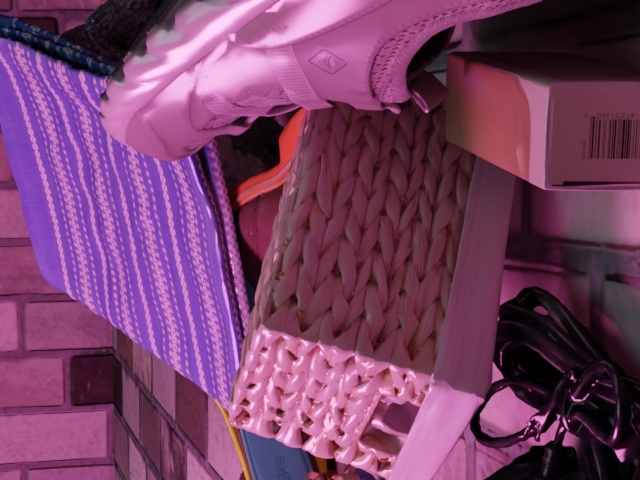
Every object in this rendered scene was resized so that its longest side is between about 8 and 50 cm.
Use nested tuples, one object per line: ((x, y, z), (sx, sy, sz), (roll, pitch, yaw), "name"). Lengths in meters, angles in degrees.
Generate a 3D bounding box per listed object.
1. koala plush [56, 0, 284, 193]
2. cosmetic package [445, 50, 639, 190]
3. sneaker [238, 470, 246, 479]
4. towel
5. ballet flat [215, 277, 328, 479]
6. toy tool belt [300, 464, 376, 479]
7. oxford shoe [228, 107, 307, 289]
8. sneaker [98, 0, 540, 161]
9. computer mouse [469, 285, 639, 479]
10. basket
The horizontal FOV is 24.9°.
((-0.096, -0.078, 1.132), (0.196, 0.203, 0.221), (111, 142, -57), "koala plush")
((0.095, -0.050, 0.583), (0.115, 0.060, 0.041), (-134, 45, -72), "cosmetic package")
((-0.047, 0.232, 1.206), (0.188, 0.066, 0.071), (113, 169, -47), "sneaker")
((-0.155, -0.023, 1.052), (0.336, 0.040, 0.243), (27, 133, 52), "towel")
((-0.044, 0.104, 1.082), (0.077, 0.077, 0.231), (-58, -47, -84), "ballet flat")
((0.024, 0.167, 0.930), (0.051, 0.052, 0.083), (-52, 33, 17), "toy tool belt")
((0.000, 0.000, 0.906), (0.271, 0.096, 0.098), (123, 137, -67), "oxford shoe")
((-0.005, -0.080, 0.600), (0.105, 0.115, 0.281), (-59, 14, -25), "sneaker")
((0.097, 0.171, 0.596), (0.188, 0.072, 0.272), (-129, 52, -71), "computer mouse")
((0.025, 0.015, 0.684), (0.113, 0.103, 0.167), (110, 173, -55), "basket")
